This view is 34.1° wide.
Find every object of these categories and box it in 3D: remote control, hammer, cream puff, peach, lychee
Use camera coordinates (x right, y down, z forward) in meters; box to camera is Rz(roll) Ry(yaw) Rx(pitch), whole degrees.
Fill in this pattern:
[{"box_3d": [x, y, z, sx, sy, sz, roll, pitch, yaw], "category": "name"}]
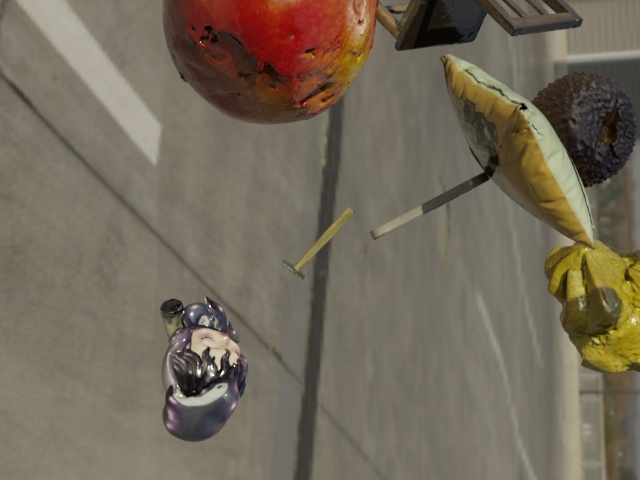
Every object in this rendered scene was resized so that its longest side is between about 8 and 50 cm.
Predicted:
[{"box_3d": [0.202, -0.064, 1.942, 0.022, 0.245, 0.077, 62, 12, 3], "category": "remote control"}, {"box_3d": [0.000, 0.000, 2.246, 0.062, 0.199, 0.013, 39, 20, -13], "category": "hammer"}, {"box_3d": [0.660, 0.126, 2.323, 0.270, 0.275, 0.323, 52, 22, -57], "category": "cream puff"}, {"box_3d": [-0.071, -0.381, 1.603, 0.353, 0.339, 0.416, -85, 179, -49], "category": "peach"}, {"box_3d": [0.582, -0.252, 2.382, 0.267, 0.268, 0.267, -2, 90, -75], "category": "lychee"}]

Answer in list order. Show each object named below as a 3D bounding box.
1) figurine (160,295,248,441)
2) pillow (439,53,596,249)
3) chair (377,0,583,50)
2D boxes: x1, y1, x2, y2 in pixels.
[{"box_3d": [-0.182, 0.192, 1.534, 0.222, 0.146, 0.145, -109, -176, -51], "category": "figurine"}, {"box_3d": [0.337, -0.158, 1.792, 0.312, 0.119, 0.310, 53, -2, -32], "category": "pillow"}, {"box_3d": [0.256, -0.446, 1.954, 0.416, 0.203, 0.240, 57, -39, 28], "category": "chair"}]
